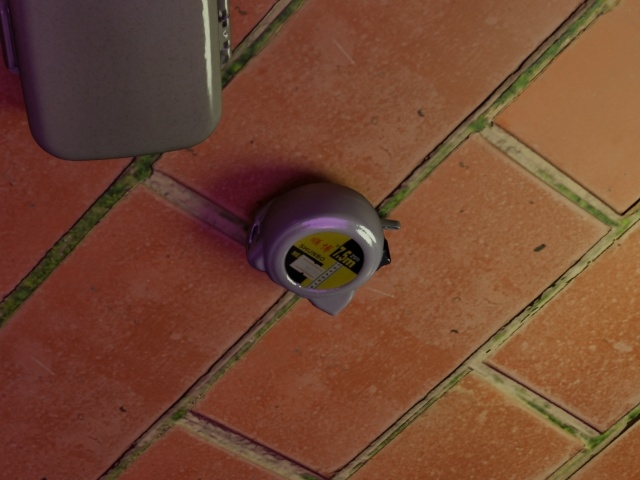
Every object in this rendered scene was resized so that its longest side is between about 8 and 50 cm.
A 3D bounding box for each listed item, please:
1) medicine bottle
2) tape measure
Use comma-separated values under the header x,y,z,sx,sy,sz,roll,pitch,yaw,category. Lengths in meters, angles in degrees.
x,y,z,sx,sy,sz,roll,pitch,yaw,category
-0.249,-0.271,1.838,0.282,0.123,0.375,-6,130,-6,medicine bottle
0.004,-0.001,2.135,0.178,0.105,0.196,-36,126,25,tape measure
